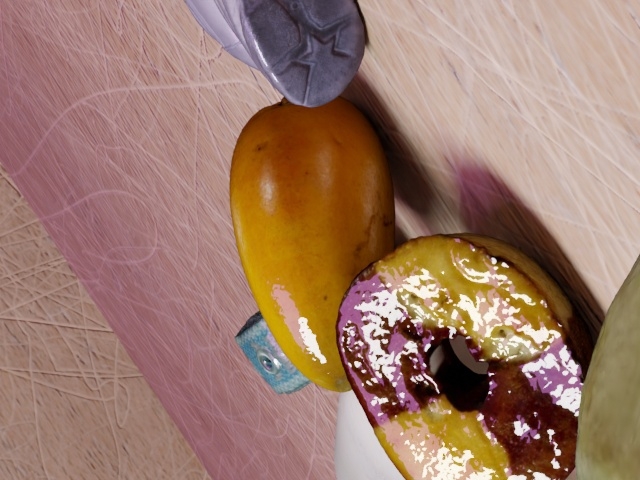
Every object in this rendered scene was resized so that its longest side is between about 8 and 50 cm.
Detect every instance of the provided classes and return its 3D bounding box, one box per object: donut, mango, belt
[{"bbox_3d":[0.100,0.079,1.179,0.166,0.073,0.184,-41,85,33],"label":"donut"},{"bbox_3d":[0.000,0.000,1.276,0.145,0.112,0.219,51,-154,-62],"label":"mango"},{"bbox_3d":[0.007,0.062,1.448,0.082,0.148,0.163,53,-166,0],"label":"belt"}]

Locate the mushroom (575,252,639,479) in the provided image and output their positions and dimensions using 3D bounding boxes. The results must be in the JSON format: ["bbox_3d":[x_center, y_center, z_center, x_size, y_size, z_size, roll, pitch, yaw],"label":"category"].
[{"bbox_3d":[0.197,0.096,0.832,0.189,0.164,0.267,45,162,34],"label":"mushroom"}]

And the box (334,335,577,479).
[{"bbox_3d":[0.143,0.225,1.350,0.349,0.141,0.288,51,166,18],"label":"box"}]

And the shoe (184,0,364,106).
[{"bbox_3d":[-0.069,-0.202,1.200,0.245,0.095,0.137,57,165,-29],"label":"shoe"}]
